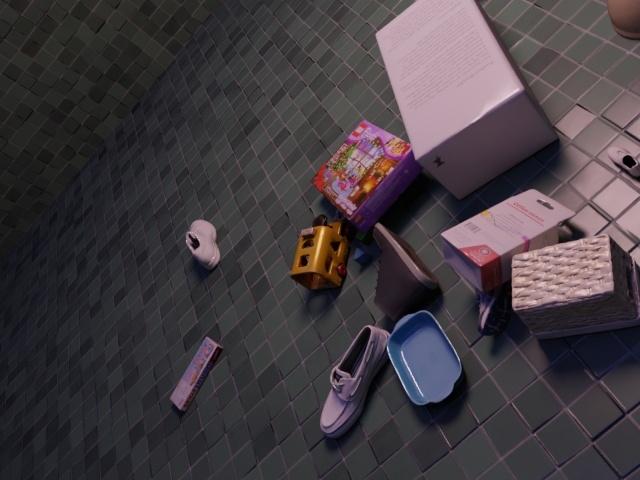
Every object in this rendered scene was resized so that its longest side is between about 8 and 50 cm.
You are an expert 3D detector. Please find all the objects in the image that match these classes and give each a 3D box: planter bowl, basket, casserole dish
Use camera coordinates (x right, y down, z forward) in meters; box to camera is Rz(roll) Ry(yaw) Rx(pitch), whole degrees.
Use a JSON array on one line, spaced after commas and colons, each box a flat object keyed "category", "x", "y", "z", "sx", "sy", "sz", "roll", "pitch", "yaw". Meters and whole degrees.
[{"category": "planter bowl", "x": 0.586, "y": -0.461, "z": 1.132, "sx": 0.162, "sy": 0.109, "sz": 0.162, "roll": -27, "pitch": 46, "yaw": 32}, {"category": "basket", "x": 0.382, "y": 0.071, "z": 0.958, "sx": 0.167, "sy": 0.103, "sz": 0.113, "roll": -19, "pitch": 49, "yaw": 39}, {"category": "casserole dish", "x": 0.188, "y": 0.210, "z": 1.117, "sx": 0.114, "sy": 0.037, "sz": 0.188, "roll": -43, "pitch": 38, "yaw": 15}]

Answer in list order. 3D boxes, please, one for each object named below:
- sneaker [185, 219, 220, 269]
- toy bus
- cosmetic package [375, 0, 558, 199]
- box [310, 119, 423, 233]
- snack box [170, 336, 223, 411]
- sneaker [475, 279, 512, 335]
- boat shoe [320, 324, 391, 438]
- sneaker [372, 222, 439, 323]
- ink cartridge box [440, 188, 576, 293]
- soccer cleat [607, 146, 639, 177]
[{"category": "sneaker", "x": -0.350, "y": -0.007, "z": 1.802, "sx": 0.080, "sy": 0.094, "sz": 0.212, "roll": -48, "pitch": 38, "yaw": 11}, {"category": "toy bus", "x": 0.002, "y": 0.010, "z": 1.407, "sx": 0.191, "sy": 0.104, "sz": 0.202, "roll": -48, "pitch": 39, "yaw": 8}, {"category": "cosmetic package", "x": 0.284, "y": -0.333, "z": 1.315, "sx": 0.230, "sy": 0.161, "sz": 0.453, "roll": -33, "pitch": 43, "yaw": 26}, {"category": "box", "x": 0.098, "y": -0.152, "z": 1.415, "sx": 0.201, "sy": 0.057, "sz": 0.293, "roll": -48, "pitch": 27, "yaw": 4}, {"category": "snack box", "x": -0.308, "y": 0.330, "z": 1.566, "sx": 0.064, "sy": 0.022, "sz": 0.178, "roll": 23, "pitch": 81, "yaw": 53}, {"category": "sneaker", "x": 0.293, "y": 0.103, "z": 1.082, "sx": 0.058, "sy": 0.052, "sz": 0.135, "roll": -7, "pitch": 49, "yaw": 52}, {"category": "boat shoe", "x": 0.051, "y": 0.259, "z": 1.192, "sx": 0.083, "sy": 0.076, "sz": 0.226, "roll": 19, "pitch": 77, "yaw": 52}, {"category": "sneaker", "x": 0.133, "y": 0.058, "z": 1.251, "sx": 0.118, "sy": 0.083, "sz": 0.222, "roll": -50, "pitch": 35, "yaw": 14}, {"category": "ink cartridge box", "x": 0.320, "y": -0.004, "z": 1.072, "sx": 0.198, "sy": 0.067, "sz": 0.115, "roll": -26, "pitch": 37, "yaw": -12}, {"category": "soccer cleat", "x": 0.500, "y": -0.135, "z": 1.040, "sx": 0.029, "sy": 0.035, "sz": 0.083, "roll": -42, "pitch": 40, "yaw": 17}]
